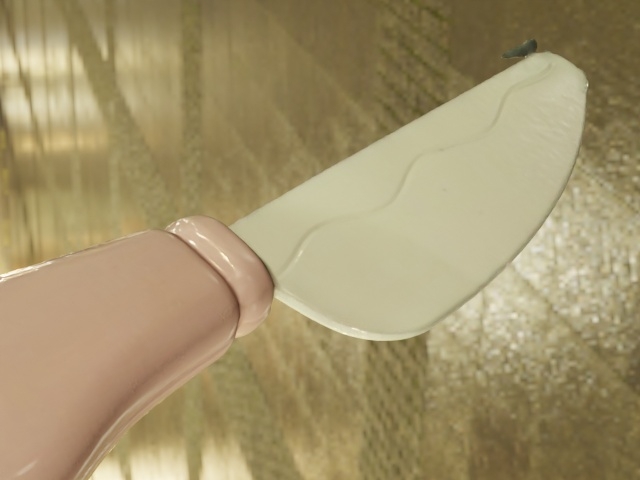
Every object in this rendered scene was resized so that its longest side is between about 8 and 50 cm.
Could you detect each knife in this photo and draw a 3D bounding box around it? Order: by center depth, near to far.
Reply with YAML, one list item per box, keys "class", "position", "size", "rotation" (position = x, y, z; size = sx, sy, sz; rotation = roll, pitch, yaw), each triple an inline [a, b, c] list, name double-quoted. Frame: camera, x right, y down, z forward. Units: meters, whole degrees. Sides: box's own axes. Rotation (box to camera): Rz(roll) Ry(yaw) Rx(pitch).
- class: "knife"
  position: [0.002, 0.002, 0.420]
  size: [0.081, 0.336, 0.043]
  rotation: [44, 140, 22]
